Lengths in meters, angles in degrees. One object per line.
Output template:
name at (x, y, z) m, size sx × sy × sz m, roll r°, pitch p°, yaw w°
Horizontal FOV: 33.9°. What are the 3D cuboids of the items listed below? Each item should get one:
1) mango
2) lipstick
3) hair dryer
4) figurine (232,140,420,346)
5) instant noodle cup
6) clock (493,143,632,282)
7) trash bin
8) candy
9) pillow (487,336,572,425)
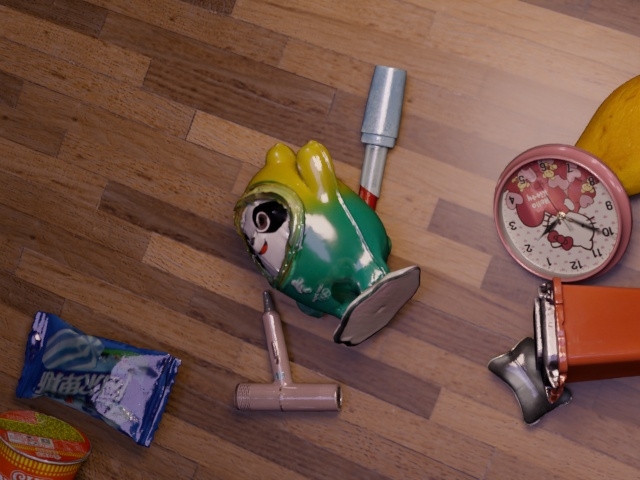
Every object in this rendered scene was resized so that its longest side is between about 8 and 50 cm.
mango at (0.525, -0.172, 1.730) m, size 0.317 × 0.119 × 0.176 m, roll -40°, pitch 67°, yaw 23°
lipstick at (0.102, -0.173, 1.884) m, size 0.068 × 0.061 × 0.274 m, roll 11°, pitch 96°, yaw 5°
hair dryer at (-0.055, 0.202, 1.924) m, size 0.195 × 0.053 × 0.220 m, roll -1°, pitch 81°, yaw 15°
figurine at (0.000, 0.000, 1.824) m, size 0.340 × 0.231 × 0.323 m, roll 50°, pitch 142°, yaw 21°
instant noodle cup at (-0.557, 0.459, 1.992) m, size 0.193 × 0.193 × 0.212 m, roll 26°, pitch 102°, yaw 15°
clock at (0.401, -0.043, 1.756) m, size 0.244 × 0.056 × 0.244 m, roll 14°, pitch 116°, yaw 30°
trash bin at (0.469, 0.165, 1.706) m, size 0.239 × 0.161 × 0.184 m, roll -1°, pitch 67°, yaw 9°
candy at (-0.431, 0.262, 2.007) m, size 0.331 × 0.077 × 0.187 m, roll 17°, pitch 90°, yaw 18°
pillow at (0.357, 0.240, 1.795) m, size 0.091 × 0.055 × 0.135 m, roll -29°, pitch 82°, yaw -22°
